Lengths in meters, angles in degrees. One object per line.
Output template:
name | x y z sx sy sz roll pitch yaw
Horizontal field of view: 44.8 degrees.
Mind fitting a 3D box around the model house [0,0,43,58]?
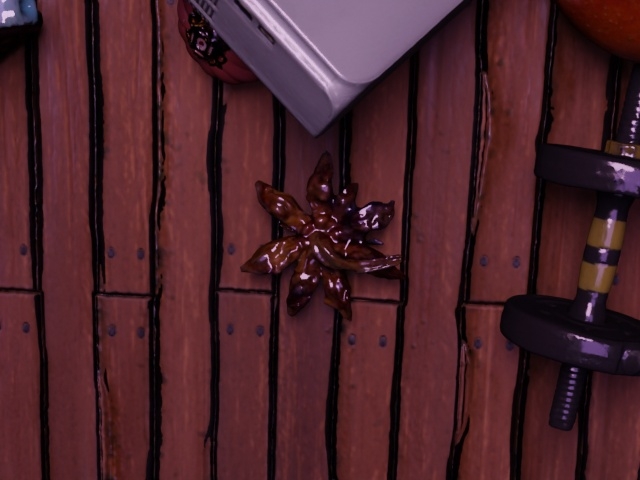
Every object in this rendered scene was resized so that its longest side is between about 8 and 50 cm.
model house | -0.393 -0.192 0.620 0.249 0.280 0.229 -4 111 14

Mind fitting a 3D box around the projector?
projector | 0.020 -0.236 0.627 0.198 0.108 0.250 46 70 -3

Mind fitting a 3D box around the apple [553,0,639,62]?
apple | 0.271 -0.258 0.605 0.210 0.173 0.234 22 87 -26

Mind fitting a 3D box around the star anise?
star anise | 0.001 0.000 0.743 0.168 0.057 0.167 2 97 15

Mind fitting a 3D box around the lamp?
lamp | -0.079 -0.193 0.698 0.108 0.092 0.107 23 136 24

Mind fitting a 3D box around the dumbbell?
dumbbell | 0.244 0.012 0.672 0.143 0.143 0.325 11 101 4
